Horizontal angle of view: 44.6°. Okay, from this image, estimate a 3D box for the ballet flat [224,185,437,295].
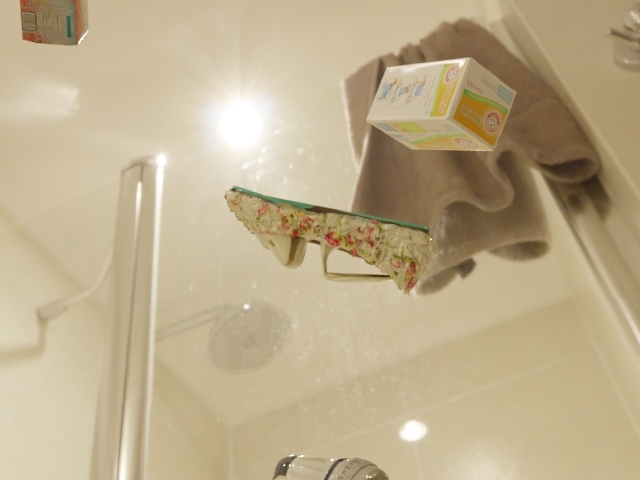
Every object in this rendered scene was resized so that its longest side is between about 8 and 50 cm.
[{"bbox_3d":[0.000,0.000,0.818,0.241,0.077,0.091,13,-4,20],"label":"ballet flat"}]

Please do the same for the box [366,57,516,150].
[{"bbox_3d":[0.188,-0.212,1.238,0.114,0.203,0.103,26,-98,-32],"label":"box"}]

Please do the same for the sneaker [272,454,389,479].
[{"bbox_3d":[0.007,0.285,0.603,0.091,0.258,0.094,6,7,38],"label":"sneaker"}]

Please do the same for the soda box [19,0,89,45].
[{"bbox_3d":[-0.269,-0.294,0.785,0.058,0.063,0.183,5,-60,-6],"label":"soda box"}]
